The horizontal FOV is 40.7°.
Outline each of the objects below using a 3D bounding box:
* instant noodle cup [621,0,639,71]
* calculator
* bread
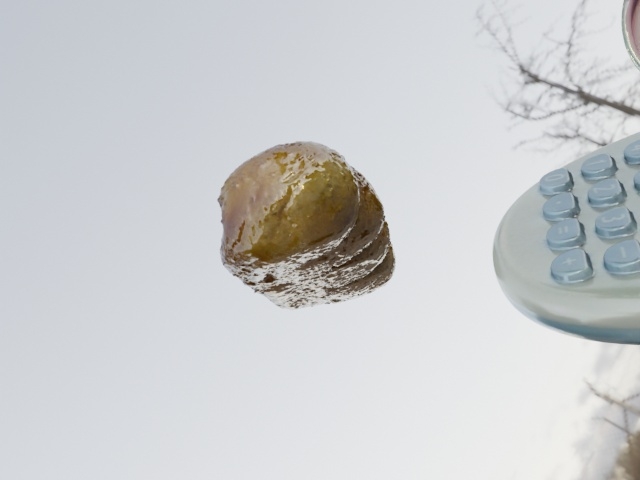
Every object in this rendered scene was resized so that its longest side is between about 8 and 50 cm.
[{"bbox_3d":[0.468,-0.231,0.952,0.200,0.264,0.264,11,-72,-51],"label":"instant noodle cup"},{"bbox_3d":[0.227,-0.026,0.386,0.188,0.303,0.042,-70,-37,-60],"label":"calculator"},{"bbox_3d":[0.001,0.002,0.724,0.124,0.084,0.344,-17,-15,7],"label":"bread"}]
